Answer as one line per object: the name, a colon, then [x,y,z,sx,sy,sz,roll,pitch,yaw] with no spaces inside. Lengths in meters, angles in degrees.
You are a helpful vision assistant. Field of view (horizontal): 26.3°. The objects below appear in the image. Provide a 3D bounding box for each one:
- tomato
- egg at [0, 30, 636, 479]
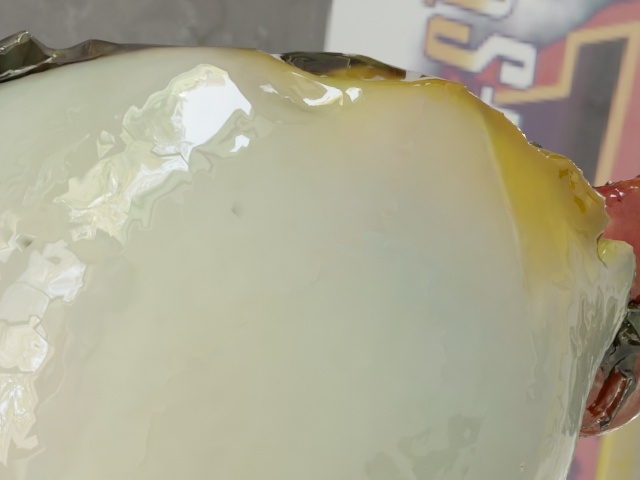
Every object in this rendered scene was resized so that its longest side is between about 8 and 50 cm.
tomato: [0.214,0.064,1.022,0.228,0.101,0.228,-15,131,-18]
egg: [-0.031,0.084,0.414,0.286,0.174,0.264,0,136,-20]
